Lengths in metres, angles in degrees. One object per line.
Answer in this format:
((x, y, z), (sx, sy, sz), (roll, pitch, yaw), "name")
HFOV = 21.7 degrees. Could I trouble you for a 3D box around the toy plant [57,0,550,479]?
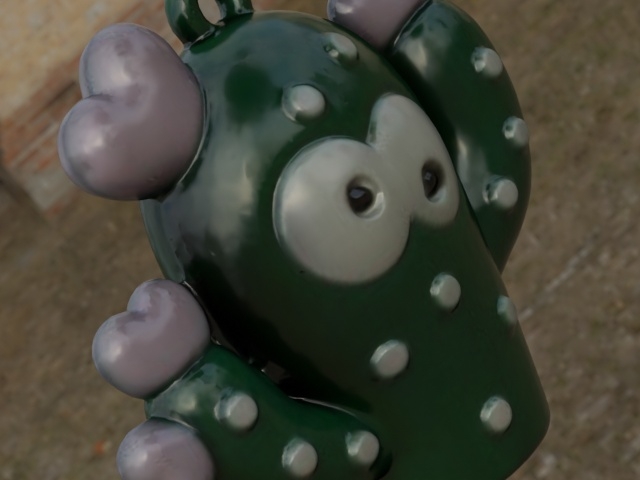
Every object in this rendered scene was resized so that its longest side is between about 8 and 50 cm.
((0.002, -0.003, 0.676), (0.233, 0.243, 0.113), (-7, -6, -41), "toy plant")
